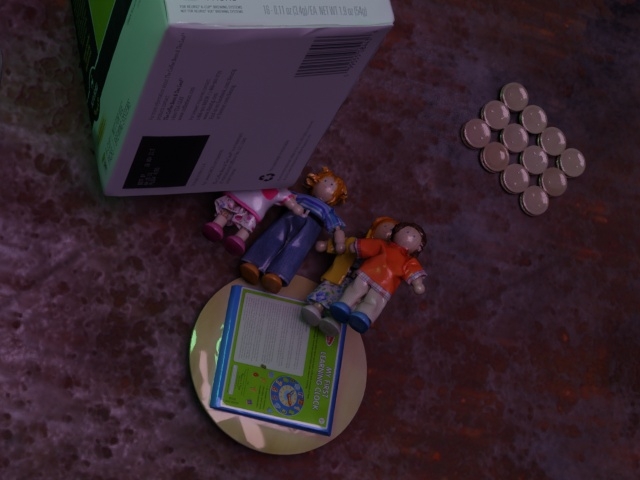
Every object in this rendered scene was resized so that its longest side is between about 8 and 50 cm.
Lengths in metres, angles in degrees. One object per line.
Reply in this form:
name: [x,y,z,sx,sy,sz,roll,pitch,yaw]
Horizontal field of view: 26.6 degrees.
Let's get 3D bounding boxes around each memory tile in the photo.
memory tile: [0.249,-0.112,1.660,0.113,0.012,0.148,-45,98,-21]

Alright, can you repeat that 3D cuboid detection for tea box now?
tea box: [-0.110,-0.259,1.342,0.220,0.329,0.323,-5,68,-22]

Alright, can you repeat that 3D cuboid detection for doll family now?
doll family: [0.000,0.000,1.500,0.263,0.118,0.163,32,63,10]

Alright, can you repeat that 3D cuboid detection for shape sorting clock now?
shape sorting clock: [-0.046,0.134,1.490,0.206,0.040,0.206,6,69,-16]

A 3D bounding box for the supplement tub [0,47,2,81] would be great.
supplement tub: [-0.403,-0.146,1.254,0.194,0.316,0.193,3,81,-20]
